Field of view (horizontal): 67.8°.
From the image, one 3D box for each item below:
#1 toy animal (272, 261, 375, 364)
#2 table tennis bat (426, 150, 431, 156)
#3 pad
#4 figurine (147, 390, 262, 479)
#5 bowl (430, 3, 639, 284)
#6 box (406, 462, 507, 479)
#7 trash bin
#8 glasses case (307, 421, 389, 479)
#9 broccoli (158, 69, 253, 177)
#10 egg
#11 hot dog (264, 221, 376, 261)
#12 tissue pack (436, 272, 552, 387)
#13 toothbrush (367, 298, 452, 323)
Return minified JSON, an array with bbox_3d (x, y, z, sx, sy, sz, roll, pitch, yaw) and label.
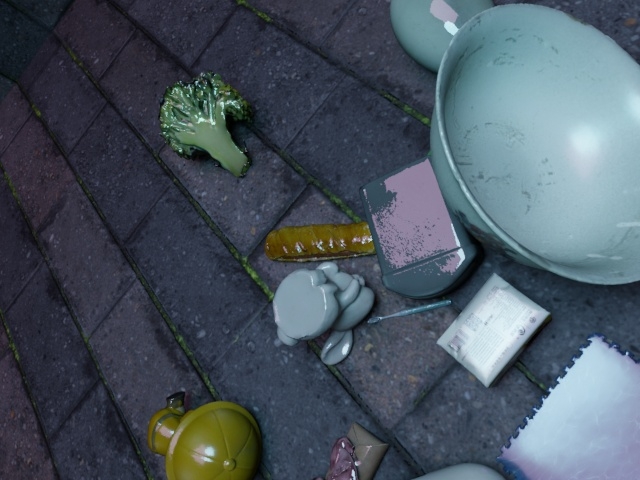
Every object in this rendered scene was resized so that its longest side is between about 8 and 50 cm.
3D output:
[{"bbox_3d":[0.003,0.131,0.882,0.127,0.193,0.178,38,97,30],"label":"toy animal"},{"bbox_3d":[0.291,-0.170,0.909,0.160,0.039,0.257,34,98,34],"label":"table tennis bat"},{"bbox_3d":[0.439,0.314,0.684,0.269,0.012,0.270,37,94,33],"label":"pad"},{"bbox_3d":[-0.243,0.413,0.950,0.256,0.167,0.192,0,88,32],"label":"figurine"},{"bbox_3d":[0.322,-0.121,0.740,0.196,0.434,0.435,136,136,-64],"label":"bowl"},{"bbox_3d":[0.198,0.523,0.676,0.288,0.141,0.349,-29,63,18],"label":"box"},{"bbox_3d":[0.180,-0.013,0.858,0.176,0.101,0.236,-24,75,28],"label":"trash bin"},{"bbox_3d":[0.030,0.420,0.847,0.102,0.070,0.193,26,88,34],"label":"glasses case"},{"bbox_3d":[-0.267,-0.296,1.224,0.242,0.273,0.180,-43,13,22],"label":"broccoli"},{"bbox_3d":[0.243,-0.427,0.929,0.183,0.183,0.264,-37,65,15],"label":"egg"},{"bbox_3d":[0.002,0.000,1.005,0.285,0.061,0.088,-8,59,26],"label":"hot dog"},{"bbox_3d":[0.282,0.147,0.773,0.106,0.099,0.149,42,96,30],"label":"tissue pack"},{"bbox_3d":[0.165,0.134,0.894,0.167,0.014,0.011,-18,83,23],"label":"toothbrush"}]
